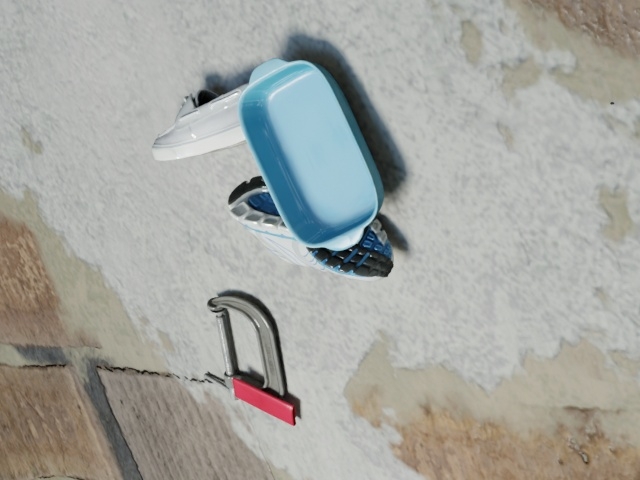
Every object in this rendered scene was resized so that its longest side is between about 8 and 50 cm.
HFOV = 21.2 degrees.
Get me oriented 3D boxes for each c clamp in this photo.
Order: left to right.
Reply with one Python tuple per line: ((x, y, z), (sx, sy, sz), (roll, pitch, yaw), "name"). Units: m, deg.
((-0.094, 0.122, 1.898), (0.137, 0.022, 0.160), (27, 136, 36), "c clamp")

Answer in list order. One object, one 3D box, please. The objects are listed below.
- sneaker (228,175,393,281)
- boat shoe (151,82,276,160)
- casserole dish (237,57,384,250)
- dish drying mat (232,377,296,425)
((0.000, 0.000, 1.667), (0.191, 0.071, 0.083), (26, 157, 35), "sneaker")
((-0.111, -0.120, 1.701), (0.184, 0.066, 0.063), (-11, 93, 56), "boat shoe")
((-0.005, -0.083, 1.589), (0.114, 0.037, 0.188), (-25, 90, 36), "casserole dish")
((-0.062, 0.178, 1.893), (0.083, 0.008, 0.032), (24, 141, 29), "dish drying mat")
